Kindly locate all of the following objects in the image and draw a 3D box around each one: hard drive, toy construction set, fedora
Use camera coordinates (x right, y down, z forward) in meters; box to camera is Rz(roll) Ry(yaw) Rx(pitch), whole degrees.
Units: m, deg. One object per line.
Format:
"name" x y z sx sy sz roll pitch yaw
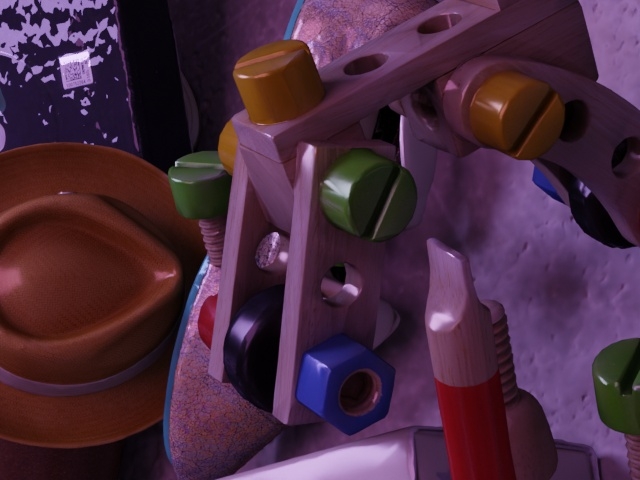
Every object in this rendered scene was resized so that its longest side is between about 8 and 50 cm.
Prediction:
"hard drive" -0.202 -0.119 1.057 0.237 0.064 0.339 -9 91 32
"toy construction set" 0.050 -0.048 0.684 0.257 0.237 0.309 -12 29 0
"fedora" -0.140 0.025 0.913 0.079 0.194 0.194 145 131 -73

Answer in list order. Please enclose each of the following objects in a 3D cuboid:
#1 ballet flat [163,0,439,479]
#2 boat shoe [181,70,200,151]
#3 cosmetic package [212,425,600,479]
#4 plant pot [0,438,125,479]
"ballet flat" 0.000 0.000 0.907 0.106 0.107 0.316 16 90 32
"boat shoe" -0.160 -0.121 1.111 0.080 0.073 0.223 -52 49 17
"cosmetic package" -0.012 0.190 0.828 0.296 0.153 0.129 -22 65 40
"plant pot" -0.198 0.147 1.022 0.167 0.167 0.165 6 90 45
